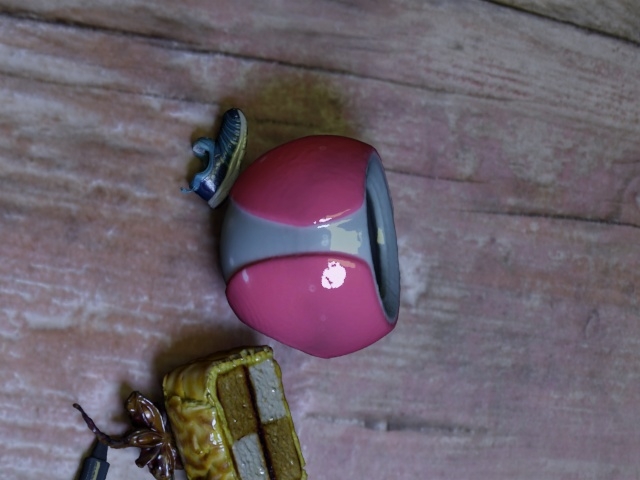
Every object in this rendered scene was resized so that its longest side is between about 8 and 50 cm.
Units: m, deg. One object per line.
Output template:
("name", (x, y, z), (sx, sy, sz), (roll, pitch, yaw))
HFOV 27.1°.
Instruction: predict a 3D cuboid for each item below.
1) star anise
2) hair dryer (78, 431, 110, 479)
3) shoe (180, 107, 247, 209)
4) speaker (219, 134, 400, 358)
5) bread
("star anise", (-0.236, 0.244, 1.694), (0.191, 0.070, 0.097), (44, 46, -38))
("hair dryer", (-0.293, 0.371, 1.674), (0.128, 0.070, 0.255), (27, 69, -26))
("shoe", (-0.140, -0.115, 1.802), (0.071, 0.064, 0.143), (21, 75, -15))
("speaker", (0.000, 0.000, 1.747), (0.294, 0.294, 0.294), (3, 84, -29))
("bread", (-0.112, 0.253, 1.739), (0.181, 0.096, 0.222), (-23, 99, -55))
